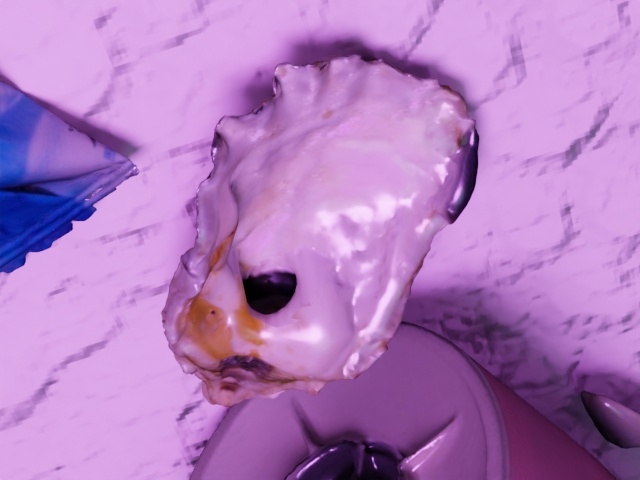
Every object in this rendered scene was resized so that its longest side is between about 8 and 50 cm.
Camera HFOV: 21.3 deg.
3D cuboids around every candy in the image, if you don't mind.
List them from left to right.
[{"bbox_3d":[-0.124,-0.023,0.519,0.088,0.038,0.136,-33,142,20],"label":"candy"}]

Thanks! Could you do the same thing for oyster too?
[{"bbox_3d":[0.000,0.000,0.570,0.122,0.045,0.146,-16,128,4],"label":"oyster"}]

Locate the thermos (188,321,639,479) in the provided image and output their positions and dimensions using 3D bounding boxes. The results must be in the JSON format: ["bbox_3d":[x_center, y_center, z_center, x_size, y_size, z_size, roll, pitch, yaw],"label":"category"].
[{"bbox_3d":[0.089,0.140,0.671,0.265,0.146,0.176,34,82,-40],"label":"thermos"}]
